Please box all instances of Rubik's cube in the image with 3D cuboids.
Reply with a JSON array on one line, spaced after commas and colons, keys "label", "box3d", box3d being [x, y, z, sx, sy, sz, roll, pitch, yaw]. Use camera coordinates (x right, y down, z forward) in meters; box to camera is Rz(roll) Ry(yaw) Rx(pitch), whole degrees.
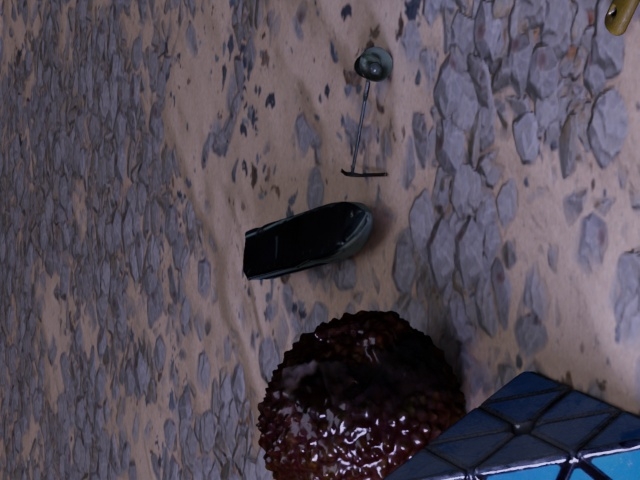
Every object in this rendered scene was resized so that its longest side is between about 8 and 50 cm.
[{"label": "Rubik's cube", "box3d": [0.183, 0.142, 1.316, 0.178, 0.211, 0.190, -29, 35, 40]}]

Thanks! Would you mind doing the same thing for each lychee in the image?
[{"label": "lychee", "box3d": [0.033, 0.156, 1.530, 0.188, 0.188, 0.188, -179, 90, -67]}]

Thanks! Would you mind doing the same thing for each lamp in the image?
[{"label": "lamp", "box3d": [0.040, -0.118, 1.702, 0.054, 0.041, 0.121, -163, 78, -75]}]

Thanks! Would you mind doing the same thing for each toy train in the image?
[{"label": "toy train", "box3d": [-0.001, 0.000, 1.778, 0.252, 0.048, 0.055, -15, 70, 61]}]

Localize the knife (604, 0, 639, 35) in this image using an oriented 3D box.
[{"label": "knife", "box3d": [0.239, -0.249, 1.240, 0.046, 0.022, 0.256, -107, 28, -45]}]
